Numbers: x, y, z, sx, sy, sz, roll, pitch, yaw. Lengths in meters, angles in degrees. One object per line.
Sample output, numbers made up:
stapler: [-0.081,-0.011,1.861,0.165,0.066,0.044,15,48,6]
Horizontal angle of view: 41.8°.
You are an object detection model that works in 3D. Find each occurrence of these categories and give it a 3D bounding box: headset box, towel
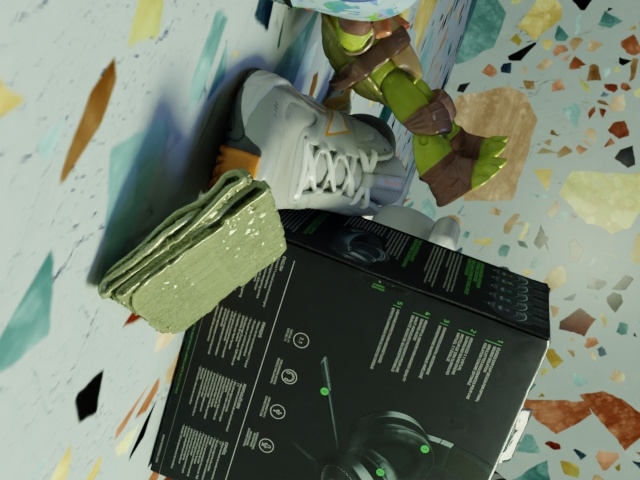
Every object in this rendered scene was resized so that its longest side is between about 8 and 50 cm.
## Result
headset box: [0.034,0.118,0.704,0.131,0.283,0.246,-47,156,-69]
towel: [-0.071,0.010,0.506,0.110,0.027,0.148,-37,165,-5]

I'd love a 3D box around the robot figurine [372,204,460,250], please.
robot figurine: [0.101,0.069,1.323,0.300,0.200,0.353,-45,-176,27]

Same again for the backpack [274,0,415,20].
backpack: [0.003,-0.161,0.394,0.084,0.114,0.104,9,102,-82]

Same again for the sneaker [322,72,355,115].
sneaker: [0.021,-0.139,0.866,0.037,0.032,0.083,80,32,-74]

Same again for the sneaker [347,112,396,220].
sneaker: [-0.001,0.000,0.877,0.145,0.090,0.270,11,103,-83]

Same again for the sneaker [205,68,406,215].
sneaker: [0.004,-0.062,0.629,0.262,0.121,0.099,-38,148,-74]

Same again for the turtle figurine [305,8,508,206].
turtle figurine: [0.048,-0.129,0.613,0.087,0.217,0.269,-36,-173,10]

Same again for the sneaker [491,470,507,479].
sneaker: [0.021,0.333,0.776,0.448,0.169,0.257,-26,-166,-25]
